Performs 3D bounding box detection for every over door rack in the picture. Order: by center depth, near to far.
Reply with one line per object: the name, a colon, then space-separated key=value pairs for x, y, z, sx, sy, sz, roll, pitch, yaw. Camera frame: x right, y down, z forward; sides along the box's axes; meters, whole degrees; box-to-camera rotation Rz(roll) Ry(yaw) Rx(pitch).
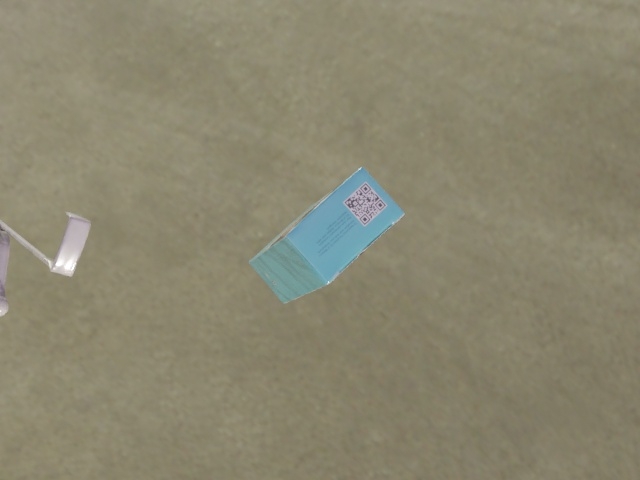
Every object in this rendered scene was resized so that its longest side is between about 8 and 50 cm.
over door rack: x=-0.387 y=-0.001 z=1.391 sx=0.324 sy=0.239 sz=0.108 roll=0 pitch=77 yaw=63

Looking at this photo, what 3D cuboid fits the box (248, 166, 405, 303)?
box: x=0.000 y=0.000 z=1.435 sx=0.100 sy=0.244 sz=0.060 roll=-42 pitch=92 yaw=-13
